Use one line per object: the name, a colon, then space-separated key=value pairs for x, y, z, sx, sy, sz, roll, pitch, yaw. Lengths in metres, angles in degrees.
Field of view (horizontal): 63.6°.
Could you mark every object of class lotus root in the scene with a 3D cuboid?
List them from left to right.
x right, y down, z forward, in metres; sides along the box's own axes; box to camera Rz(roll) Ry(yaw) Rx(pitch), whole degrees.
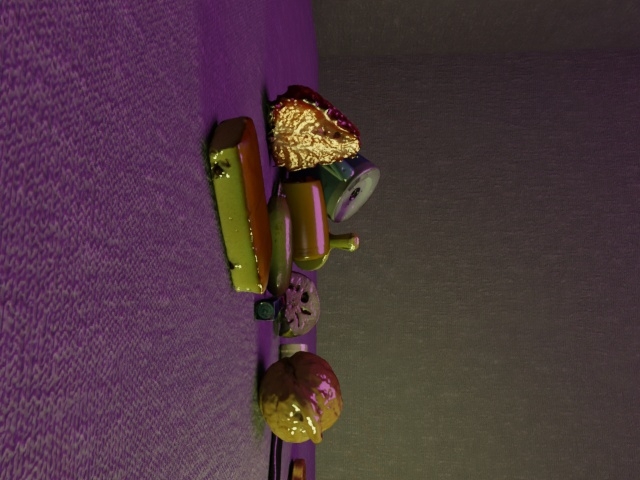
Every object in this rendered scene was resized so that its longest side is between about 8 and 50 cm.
lotus root: x=-0.078 y=0.206 z=1.709 sx=0.119 sy=0.138 sz=0.234 roll=-10 pitch=-95 yaw=63

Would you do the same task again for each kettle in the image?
kettle: x=0.007 y=-0.275 z=1.839 sx=0.247 sy=0.342 sz=0.319 roll=-44 pitch=161 yaw=-12

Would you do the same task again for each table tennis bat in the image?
table tennis bat: x=0.000 y=0.000 z=1.856 sx=0.054 sy=0.369 sz=0.224 roll=-3 pitch=92 yaw=-41

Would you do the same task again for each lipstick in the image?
lipstick: x=-0.137 y=0.188 z=1.482 sx=0.312 sy=0.051 sz=0.051 roll=50 pitch=39 yaw=-87

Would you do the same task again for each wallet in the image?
wallet: x=-0.136 y=0.691 z=1.621 sx=0.146 sy=0.030 sz=0.285 roll=79 pitch=10 yaw=-57

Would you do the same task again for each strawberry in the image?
strawberry: x=-0.030 y=-0.358 z=1.548 sx=0.150 sy=0.280 sz=0.253 roll=-90 pitch=168 yaw=-49

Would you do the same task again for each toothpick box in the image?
toothpick box: x=-0.092 y=0.432 z=1.772 sx=0.098 sy=0.099 sz=0.148 roll=76 pitch=14 yaw=-75
toothpick box: x=-0.062 y=-0.080 z=1.725 sx=0.175 sy=0.175 sz=0.271 roll=-73 pitch=160 yaw=-77

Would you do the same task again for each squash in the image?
squash: x=-0.121 y=-0.004 z=1.458 sx=0.094 sy=0.095 sz=0.340 roll=-65 pitch=157 yaw=-81

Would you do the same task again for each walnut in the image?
walnut: x=-0.051 y=0.437 z=1.409 sx=0.257 sy=0.225 sz=0.257 roll=58 pitch=-15 yaw=26

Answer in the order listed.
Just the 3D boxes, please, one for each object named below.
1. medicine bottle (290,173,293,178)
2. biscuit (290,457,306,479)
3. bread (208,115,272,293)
medicine bottle: x=-0.084 y=-0.315 z=2.113 sx=0.111 sy=0.076 sz=0.308 roll=85 pitch=5 yaw=-65
biscuit: x=-0.093 y=1.040 z=2.043 sx=0.351 sy=0.057 sz=0.311 roll=-86 pitch=174 yaw=-62
bread: x=-0.153 y=-0.064 z=1.030 sx=0.138 sy=0.077 sz=0.361 roll=-84 pitch=173 yaw=-50
